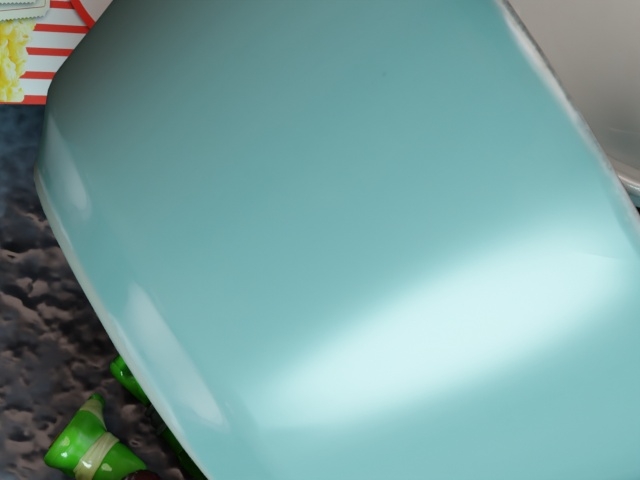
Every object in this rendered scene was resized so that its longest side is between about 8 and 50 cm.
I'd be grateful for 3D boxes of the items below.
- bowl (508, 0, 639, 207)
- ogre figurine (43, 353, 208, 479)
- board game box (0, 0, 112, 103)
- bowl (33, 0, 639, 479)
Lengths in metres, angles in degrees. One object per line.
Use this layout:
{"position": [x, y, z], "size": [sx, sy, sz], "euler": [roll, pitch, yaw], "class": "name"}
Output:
{"position": [0.183, -0.135, 0.644], "size": [0.297, 0.134, 0.298], "euler": [3, 74, -9], "class": "bowl"}
{"position": [-0.081, 0.139, 0.534], "size": [0.118, 0.097, 0.197], "euler": [35, 27, -3], "class": "ogre figurine"}
{"position": [-0.110, -0.138, 0.582], "size": [0.193, 0.045, 0.147], "euler": [-4, 100, -31], "class": "board game box"}
{"position": [0.000, 0.000, 0.501], "size": [0.163, 0.311, 0.312], "euler": [-33, 81, -1], "class": "bowl"}
